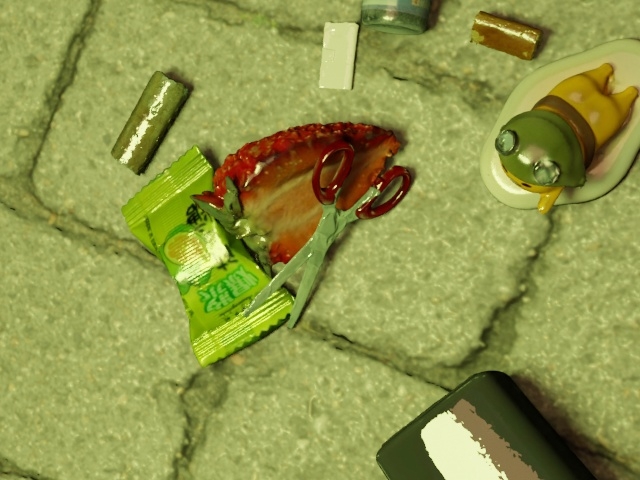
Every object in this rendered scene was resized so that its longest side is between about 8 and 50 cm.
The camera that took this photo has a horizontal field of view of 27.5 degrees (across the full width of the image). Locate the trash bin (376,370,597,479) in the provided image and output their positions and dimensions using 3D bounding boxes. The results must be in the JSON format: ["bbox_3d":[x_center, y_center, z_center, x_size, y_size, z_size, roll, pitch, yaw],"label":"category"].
[{"bbox_3d":[0.215,0.304,1.452,0.209,0.182,0.290,-41,72,12],"label":"trash bin"}]

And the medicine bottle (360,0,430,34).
[{"bbox_3d":[0.099,-0.351,1.556,0.083,0.083,0.203,7,90,17],"label":"medicine bottle"}]

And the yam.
[{"bbox_3d":[-0.218,-0.151,1.666,0.054,0.054,0.132,33,99,16],"label":"yam"}]

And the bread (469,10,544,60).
[{"bbox_3d":[0.219,-0.242,1.537,0.083,0.047,0.036,21,64,15],"label":"bread"}]

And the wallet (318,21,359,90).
[{"bbox_3d":[0.023,-0.228,1.613,0.044,0.011,0.083,6,91,18],"label":"wallet"}]

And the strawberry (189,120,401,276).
[{"bbox_3d":[-0.030,-0.087,1.559,0.228,0.174,0.098,-43,42,4],"label":"strawberry"}]

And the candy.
[{"bbox_3d":[-0.148,0.022,1.629,0.149,0.069,0.246,-33,80,11],"label":"candy"}]

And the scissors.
[{"bbox_3d":[0.000,0.000,1.561,0.248,0.144,0.017,-56,44,14],"label":"scissors"}]

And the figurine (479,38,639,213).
[{"bbox_3d":[0.277,-0.136,1.464,0.166,0.141,0.250,45,101,15],"label":"figurine"}]
